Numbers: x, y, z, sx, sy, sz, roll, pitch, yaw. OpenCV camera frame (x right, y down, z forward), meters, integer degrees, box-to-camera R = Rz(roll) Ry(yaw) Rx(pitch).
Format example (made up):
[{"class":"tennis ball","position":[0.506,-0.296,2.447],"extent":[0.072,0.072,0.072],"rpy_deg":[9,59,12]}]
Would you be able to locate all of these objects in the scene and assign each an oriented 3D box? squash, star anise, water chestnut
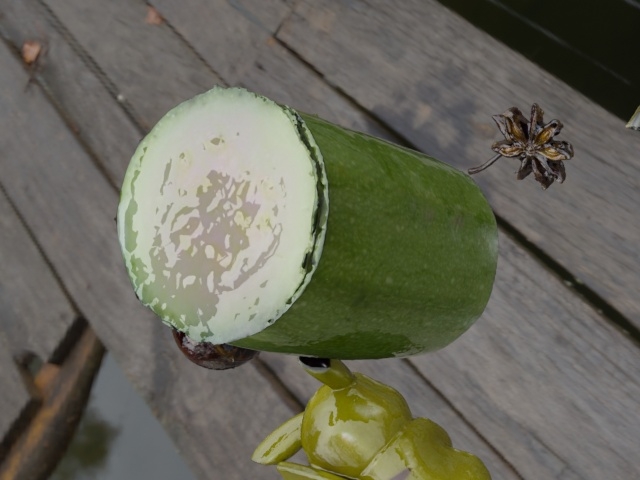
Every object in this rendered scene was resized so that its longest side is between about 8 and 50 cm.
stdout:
[{"class":"squash","position":[0.000,0.000,1.130],"extent":[0.263,0.384,0.263],"rpy_deg":[-6,79,34]},{"class":"star anise","position":[0.360,-0.179,1.889],"extent":[0.234,0.177,0.073],"rpy_deg":[13,39,36]},{"class":"water chestnut","position":[-0.183,0.140,2.006],"extent":[0.238,0.224,0.223],"rpy_deg":[-19,62,37]}]

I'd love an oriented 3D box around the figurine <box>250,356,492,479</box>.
[{"class":"figurine","position":[0.072,0.296,1.381],"extent":[0.327,0.169,0.218],"rpy_deg":[43,124,10]}]

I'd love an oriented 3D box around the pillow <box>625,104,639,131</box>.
[{"class":"pillow","position":[0.581,-0.179,1.569],"extent":[0.203,0.038,0.113],"rpy_deg":[23,60,27]}]
